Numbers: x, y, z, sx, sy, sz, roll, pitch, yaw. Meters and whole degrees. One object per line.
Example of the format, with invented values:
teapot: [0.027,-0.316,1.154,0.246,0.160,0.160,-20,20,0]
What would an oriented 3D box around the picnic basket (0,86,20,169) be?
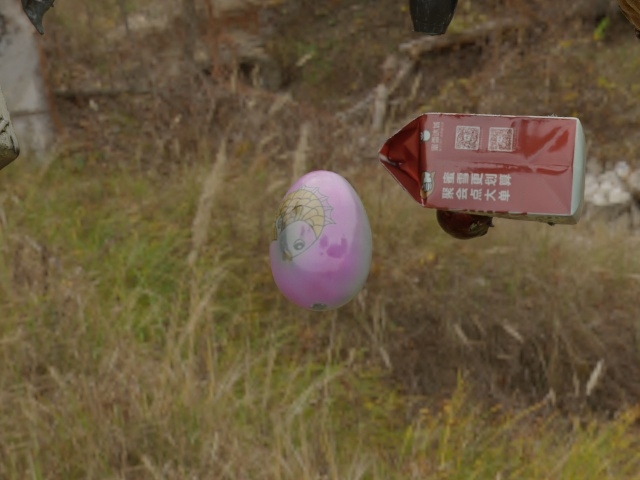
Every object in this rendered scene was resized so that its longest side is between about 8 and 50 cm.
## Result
picnic basket: [-0.707,-0.241,2.004,0.165,0.267,0.139,-29,-17,26]

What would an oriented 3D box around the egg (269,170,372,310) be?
egg: [0.000,0.000,1.942,0.196,0.196,0.271,-3,50,0]

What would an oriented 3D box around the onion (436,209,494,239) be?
onion: [0.280,-0.055,2.043,0.118,0.117,0.119,9,33,-6]

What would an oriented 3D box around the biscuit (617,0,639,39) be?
biscuit: [0.555,-0.279,1.479,0.325,0.107,0.326,39,13,-10]

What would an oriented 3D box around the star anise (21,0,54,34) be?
star anise: [-0.408,-0.422,1.552,0.061,0.205,0.181,13,38,3]

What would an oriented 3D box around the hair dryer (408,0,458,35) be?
hair dryer: [0.074,-0.363,1.331,0.219,0.196,0.075,1,13,-8]

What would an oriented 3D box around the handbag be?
handbag: [0.234,-0.101,1.535,0.298,0.151,0.171,2,-2,17]
